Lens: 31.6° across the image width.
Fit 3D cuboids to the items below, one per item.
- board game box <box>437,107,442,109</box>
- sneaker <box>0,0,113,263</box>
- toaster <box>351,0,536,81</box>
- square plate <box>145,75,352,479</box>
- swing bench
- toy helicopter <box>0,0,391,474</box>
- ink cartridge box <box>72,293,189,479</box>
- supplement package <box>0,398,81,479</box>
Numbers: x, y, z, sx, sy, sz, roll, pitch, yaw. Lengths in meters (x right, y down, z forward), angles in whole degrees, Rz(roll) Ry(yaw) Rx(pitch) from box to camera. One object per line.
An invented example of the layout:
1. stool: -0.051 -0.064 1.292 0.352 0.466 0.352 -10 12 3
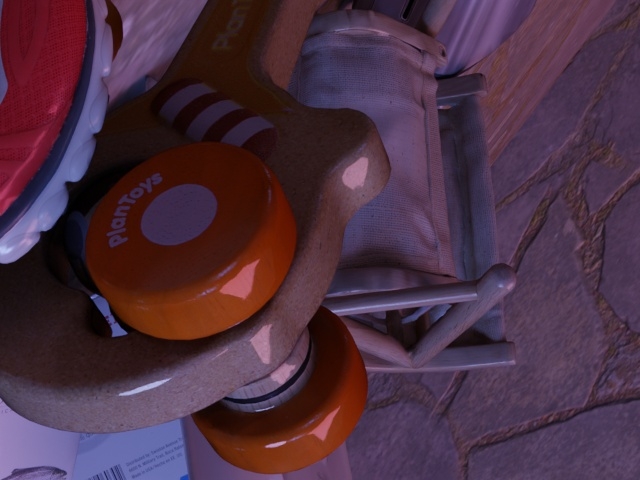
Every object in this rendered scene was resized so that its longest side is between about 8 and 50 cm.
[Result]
1. board game box: 0.015 -0.008 1.468 0.318 0.066 0.318 -48 169 -19
2. sneaker: -0.193 -0.018 0.439 0.279 0.107 0.118 -50 148 -5
3. toaster: 0.135 -0.254 0.998 0.227 0.129 0.146 -41 162 -38
4. square plate: -0.033 0.107 0.813 0.049 0.344 0.347 -16 150 7
5. swing bench: 0.054 -0.045 0.840 0.254 0.165 0.253 63 22 -71
6. toy helicopter: -0.071 -0.063 0.583 0.140 0.235 0.355 64 37 -46
7. ink cartridge box: -0.135 0.135 0.857 0.140 0.190 0.082 -26 171 6
8. supplement package: -0.215 0.134 0.653 0.105 0.105 0.179 -8 117 -53
